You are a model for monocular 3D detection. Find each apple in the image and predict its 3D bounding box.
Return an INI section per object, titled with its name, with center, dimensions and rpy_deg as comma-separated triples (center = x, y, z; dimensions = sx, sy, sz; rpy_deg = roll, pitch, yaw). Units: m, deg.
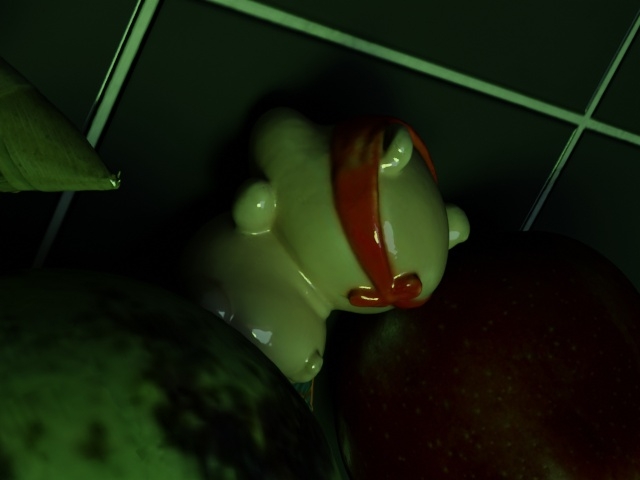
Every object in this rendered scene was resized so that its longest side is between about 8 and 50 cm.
[apple]
center = 0.157, 0.152, 1.046
dimensions = 0.288, 0.317, 0.288
rpy_deg = -22, 147, -16

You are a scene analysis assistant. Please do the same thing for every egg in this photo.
[egg]
center = -0.157, 0.211, 0.740
dimensions = 0.345, 0.345, 0.428
rpy_deg = -22, 149, -32

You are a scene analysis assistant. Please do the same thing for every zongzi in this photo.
[zongzi]
center = -0.196, -0.090, 0.591
dimensions = 0.081, 0.178, 0.189
rpy_deg = -61, 144, -17

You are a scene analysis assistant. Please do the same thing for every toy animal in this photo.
[toy animal]
center = 0.000, 0.000, 0.884
dimensions = 0.197, 0.171, 0.171
rpy_deg = -39, 141, -3

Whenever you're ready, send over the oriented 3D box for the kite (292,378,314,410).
[kite]
center = -0.046, 0.119, 1.040
dimensions = 0.190, 0.010, 0.159
rpy_deg = -55, 141, 3
